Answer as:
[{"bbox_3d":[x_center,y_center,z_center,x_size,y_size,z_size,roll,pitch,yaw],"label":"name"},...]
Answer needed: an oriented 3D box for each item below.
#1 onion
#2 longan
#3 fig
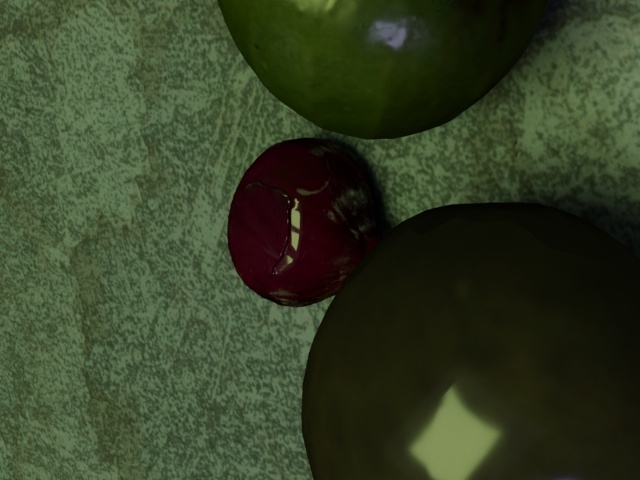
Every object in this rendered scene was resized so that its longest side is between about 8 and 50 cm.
[{"bbox_3d":[0.000,0.000,1.292,0.218,0.140,0.195,32,119,27],"label":"onion"},{"bbox_3d":[0.156,0.157,1.045,0.404,0.336,0.404,34,136,42],"label":"longan"},{"bbox_3d":[0.047,-0.217,1.050,0.316,0.316,0.316,18,118,38],"label":"fig"}]
